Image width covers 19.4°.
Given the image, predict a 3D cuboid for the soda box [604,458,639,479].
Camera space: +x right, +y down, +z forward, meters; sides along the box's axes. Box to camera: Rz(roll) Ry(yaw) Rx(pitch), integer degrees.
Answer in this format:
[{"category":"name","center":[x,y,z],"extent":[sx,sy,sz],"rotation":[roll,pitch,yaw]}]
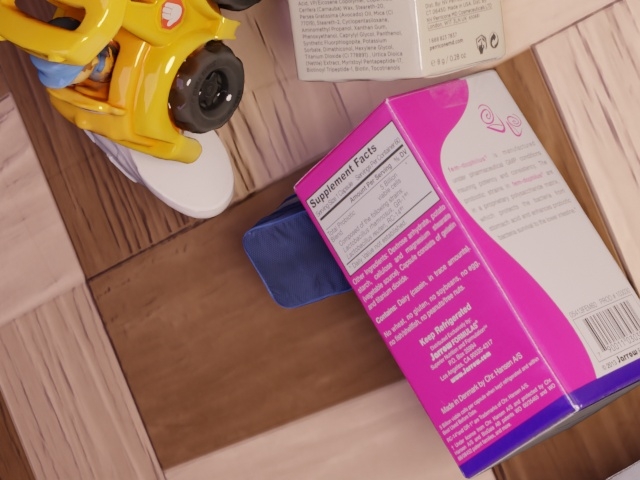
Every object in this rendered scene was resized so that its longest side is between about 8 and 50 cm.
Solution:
[{"category":"soda box","center":[0.182,0.204,1.160],"extent":[0.286,0.091,0.098],"rotation":[-42,73,42]}]

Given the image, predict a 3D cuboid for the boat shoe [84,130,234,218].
[{"category":"boat shoe","center":[-0.130,-0.071,1.391],"extent":[0.184,0.066,0.063],"rotation":[37,159,24]}]

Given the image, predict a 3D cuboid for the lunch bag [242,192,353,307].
[{"category":"lunch bag","center":[0.000,0.000,1.286],"extent":[0.098,0.065,0.067],"rotation":[-16,107,43]}]

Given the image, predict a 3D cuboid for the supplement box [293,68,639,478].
[{"category":"supplement box","center":[0.100,0.018,1.164],"extent":[0.114,0.111,0.220],"rotation":[-40,74,43]}]

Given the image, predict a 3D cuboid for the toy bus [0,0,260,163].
[{"category":"toy bus","center":[-0.149,-0.171,1.253],"extent":[0.149,0.211,0.220],"rotation":[24,104,32]}]

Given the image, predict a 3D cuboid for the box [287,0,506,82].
[{"category":"box","center":[0.035,-0.239,1.157],"extent":[0.113,0.094,0.275],"rotation":[5,106,42]}]
